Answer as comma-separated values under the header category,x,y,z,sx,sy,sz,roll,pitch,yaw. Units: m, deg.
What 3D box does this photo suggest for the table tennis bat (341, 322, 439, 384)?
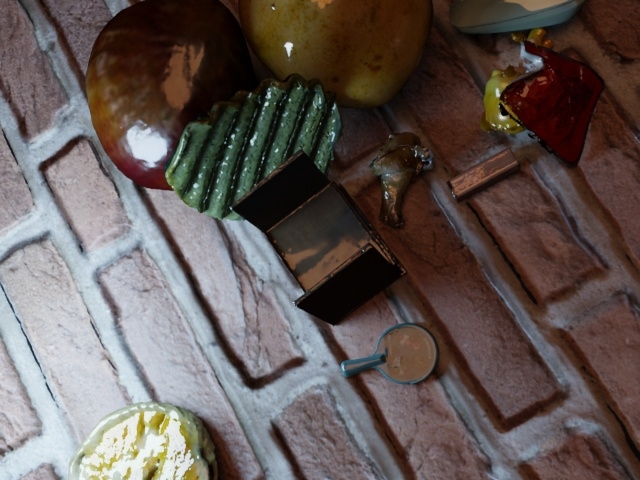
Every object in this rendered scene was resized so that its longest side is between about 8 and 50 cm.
category,x,y,z,sx,sy,sz,roll,pitch,yaw
table tennis bat,0.139,0.237,1.871,0.201,0.033,0.124,-15,72,6

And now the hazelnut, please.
category,x,y,z,sx,sy,sz,roll,pitch,yaw
hazelnut,-0.299,-0.311,1.932,0.420,0.352,0.421,-34,44,40

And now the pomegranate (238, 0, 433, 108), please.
category,x,y,z,sx,sy,sz,roll,pitch,yaw
pomegranate,0.036,-0.468,1.865,0.416,0.416,0.417,-3,76,14

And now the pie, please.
category,x,y,z,sx,sy,sz,roll,pitch,yaw
pie,-0.364,0.493,1.924,0.338,0.077,0.339,-4,76,18

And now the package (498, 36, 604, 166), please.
category,x,y,z,sx,sy,sz,roll,pitch,yaw
package,0.452,-0.276,1.796,0.194,0.269,0.071,-63,31,1

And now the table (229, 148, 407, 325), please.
category,x,y,z,sx,sy,sz,roll,pitch,yaw
table,0.000,0.000,1.829,0.196,0.282,0.251,-36,70,5

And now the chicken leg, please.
category,x,y,z,sx,sy,sz,roll,pitch,yaw
chicken leg,0.157,-0.132,1.929,0.125,0.080,0.196,28,86,7

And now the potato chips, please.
category,x,y,z,sx,sy,sz,roll,pitch,yaw
potato chips,-0.131,-0.159,1.821,0.358,0.429,0.070,-10,60,-22

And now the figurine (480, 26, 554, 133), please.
category,x,y,z,sx,sy,sz,roll,pitch,yaw
figurine,0.404,-0.318,1.884,0.131,0.156,0.246,4,57,47

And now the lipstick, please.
category,x,y,z,sx,sy,sz,roll,pitch,yaw
lipstick,0.332,-0.133,1.896,0.145,0.045,0.045,-29,69,8

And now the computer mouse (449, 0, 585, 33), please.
category,x,y,z,sx,sy,sz,roll,pitch,yaw
computer mouse,0.405,-0.509,1.910,0.288,0.097,0.160,-1,50,17
